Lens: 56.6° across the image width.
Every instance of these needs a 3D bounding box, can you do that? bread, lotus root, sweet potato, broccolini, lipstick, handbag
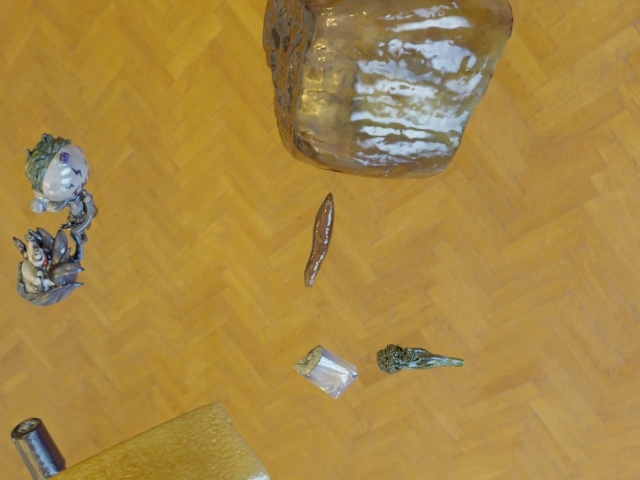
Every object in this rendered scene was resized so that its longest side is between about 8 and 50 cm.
[{"bbox_3d":[-0.222,0.361,0.828,0.184,0.274,0.114,35,137,45],"label":"bread"},{"bbox_3d":[0.040,-0.234,0.784,0.316,0.249,0.317,12,105,57],"label":"lotus root"},{"bbox_3d":[0.001,0.000,1.612,0.057,0.057,0.265,12,95,19],"label":"sweet potato"},{"bbox_3d":[0.216,0.256,1.303,0.202,0.068,0.091,2,141,-24],"label":"broccolini"},{"bbox_3d":[-0.653,0.561,1.440,0.081,0.081,0.300,-2,118,25],"label":"lipstick"},{"bbox_3d":[0.014,0.386,1.762,0.173,0.095,0.117,36,104,-20],"label":"handbag"}]

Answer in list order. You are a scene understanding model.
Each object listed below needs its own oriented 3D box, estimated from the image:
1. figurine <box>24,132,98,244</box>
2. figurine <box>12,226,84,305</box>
[{"bbox_3d":[-0.826,-0.182,1.910,0.186,0.261,0.382,5,150,-3],"label":"figurine"},{"bbox_3d":[-0.775,0.074,1.698,0.265,0.196,0.175,-40,51,37],"label":"figurine"}]
